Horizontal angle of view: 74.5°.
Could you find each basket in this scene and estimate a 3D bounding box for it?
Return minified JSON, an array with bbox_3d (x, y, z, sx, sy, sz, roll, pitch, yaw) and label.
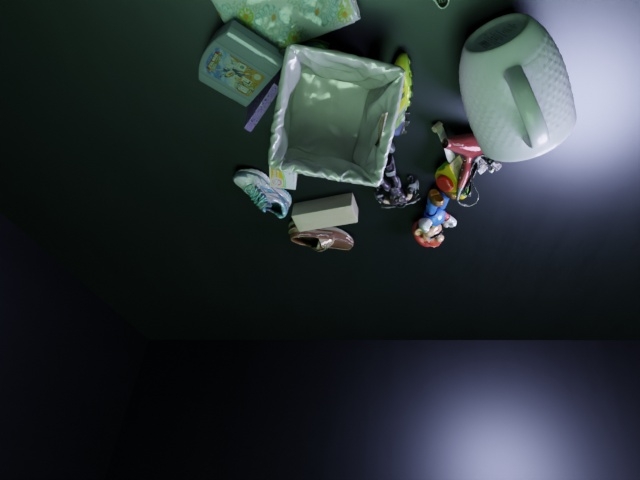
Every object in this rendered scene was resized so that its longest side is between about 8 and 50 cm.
[{"bbox_3d":[0.027,-0.355,1.231,0.330,0.266,0.329,9,104,-9],"label":"basket"}]

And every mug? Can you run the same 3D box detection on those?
[{"bbox_3d":[0.533,-0.400,1.148,0.276,0.374,0.328,-21,130,24],"label":"mug"}]

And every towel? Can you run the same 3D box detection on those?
[{"bbox_3d":[-0.111,-0.666,1.093,0.373,0.090,0.321,-10,141,19],"label":"towel"}]

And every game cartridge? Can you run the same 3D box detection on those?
[{"bbox_3d":[-0.253,-0.518,1.258,0.197,0.062,0.297,20,163,-26],"label":"game cartridge"}]

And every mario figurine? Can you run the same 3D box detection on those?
[{"bbox_3d":[0.498,-0.075,1.770,0.197,0.170,0.321,2,142,0],"label":"mario figurine"}]

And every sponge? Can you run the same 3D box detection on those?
[{"bbox_3d":[-0.183,-0.458,1.360,0.031,0.117,0.210,24,139,-26],"label":"sponge"}]

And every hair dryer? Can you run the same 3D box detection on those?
[{"bbox_3d":[0.526,-0.270,1.482,0.293,0.224,0.080,39,174,-29],"label":"hair dryer"}]

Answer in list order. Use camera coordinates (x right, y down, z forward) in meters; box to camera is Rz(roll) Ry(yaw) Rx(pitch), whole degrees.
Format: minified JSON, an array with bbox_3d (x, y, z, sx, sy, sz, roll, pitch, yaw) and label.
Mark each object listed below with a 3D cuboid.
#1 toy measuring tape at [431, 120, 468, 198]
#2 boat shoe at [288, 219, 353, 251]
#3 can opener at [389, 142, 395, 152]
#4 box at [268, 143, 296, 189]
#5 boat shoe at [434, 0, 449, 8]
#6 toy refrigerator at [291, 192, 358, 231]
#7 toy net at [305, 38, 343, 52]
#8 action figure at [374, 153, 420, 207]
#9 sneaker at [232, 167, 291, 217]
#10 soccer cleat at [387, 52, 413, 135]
[{"bbox_3d":[0.459,-0.286,1.557,0.121,0.121,0.330,-19,121,29],"label":"toy measuring tape"},{"bbox_3d":[0.000,0.000,1.968,0.323,0.117,0.123,14,143,-13],"label":"boat shoe"},{"bbox_3d":[0.157,-0.380,1.470,0.074,0.093,0.280,-30,140,35],"label":"can opener"},{"bbox_3d":[-0.134,-0.300,1.575,0.103,0.114,0.203,6,145,-2],"label":"box"},{"bbox_3d":[0.278,-0.684,1.033,0.083,0.076,0.226,-20,137,29],"label":"boat shoe"},{"bbox_3d":[0.021,-0.123,1.822,0.269,0.094,0.102,-10,135,18],"label":"toy refrigerator"},{"bbox_3d":[0.073,-0.544,1.244,0.232,0.045,0.122,7,-174,-23],"label":"toy net"},{"bbox_3d":[0.288,-0.217,1.665,0.185,0.099,0.285,-20,142,19],"label":"action figure"},{"bbox_3d":[-0.236,-0.190,1.729,0.282,0.122,0.110,29,137,-30],"label":"sneaker"},{"bbox_3d":[0.231,-0.453,1.345,0.121,0.094,0.289,6,144,8],"label":"soccer cleat"}]
